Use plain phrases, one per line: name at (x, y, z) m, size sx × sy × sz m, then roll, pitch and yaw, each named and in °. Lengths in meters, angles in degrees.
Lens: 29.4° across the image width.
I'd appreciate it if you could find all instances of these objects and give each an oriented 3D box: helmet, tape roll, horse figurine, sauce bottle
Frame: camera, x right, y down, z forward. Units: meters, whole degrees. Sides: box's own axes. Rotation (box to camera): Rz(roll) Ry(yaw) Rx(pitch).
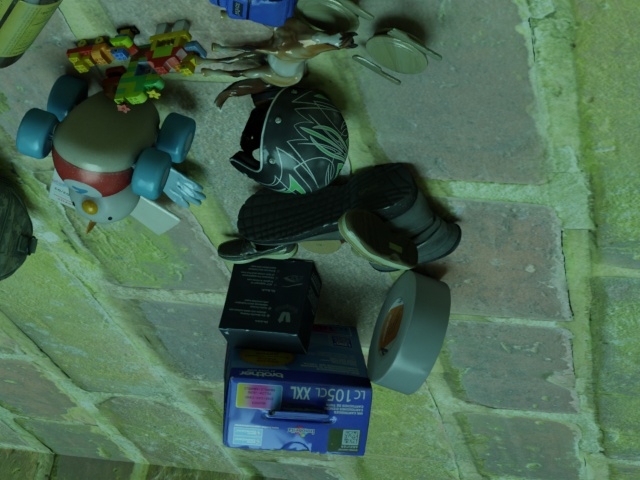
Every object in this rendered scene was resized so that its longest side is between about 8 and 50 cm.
helmet at (-0.039, -0.145, 1.769) m, size 0.169 × 0.169 × 0.162 m, roll 34°, pitch 162°, yaw -37°
tape roll at (0.160, 0.168, 2.226) m, size 0.072 × 0.219 × 0.219 m, roll 20°, pitch 152°, yaw -12°
horse figurine at (-0.071, -0.249, 1.648) m, size 0.175 × 0.066 × 0.263 m, roll 1°, pitch 166°, yaw -17°
sauce bottle at (-0.438, -0.307, 1.668) m, size 0.111 × 0.111 × 0.344 m, roll 25°, pitch 150°, yaw -24°

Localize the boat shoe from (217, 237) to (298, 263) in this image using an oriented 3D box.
boat shoe at (-0.118, 0.006, 2.211) m, size 0.152 × 0.056 × 0.049 m, roll -7°, pitch 144°, yaw 13°

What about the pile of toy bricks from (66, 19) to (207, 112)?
pile of toy bricks at (-0.264, -0.233, 1.746) m, size 0.212 × 0.105 × 0.118 m, roll -4°, pitch 149°, yaw 28°

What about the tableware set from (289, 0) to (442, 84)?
tableware set at (0.061, -0.282, 1.605) m, size 0.194 × 0.039 × 0.128 m, roll 28°, pitch 161°, yaw -18°

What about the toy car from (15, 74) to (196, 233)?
toy car at (-0.333, -0.093, 1.859) m, size 0.219 × 0.210 × 0.238 m, roll 19°, pitch 127°, yaw 3°

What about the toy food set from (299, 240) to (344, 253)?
toy food set at (0.000, 0.000, 2.182) m, size 0.083 × 0.020 × 0.083 m, roll -5°, pitch 148°, yaw 28°

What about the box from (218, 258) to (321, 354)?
box at (-0.093, 0.122, 2.300) m, size 0.156 × 0.158 × 0.093 m, roll 4°, pitch 152°, yaw 15°

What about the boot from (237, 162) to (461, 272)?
boot at (0.047, -0.009, 2.040) m, size 0.338 × 0.118 × 0.223 m, roll -6°, pitch 150°, yaw 28°

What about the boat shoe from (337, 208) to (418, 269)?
boat shoe at (0.076, 0.008, 1.922) m, size 0.072 × 0.068 × 0.190 m, roll -12°, pitch 150°, yaw 35°

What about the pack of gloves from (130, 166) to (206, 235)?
pack of gloves at (-0.313, -0.117, 2.075) m, size 0.232 × 0.046 × 0.195 m, roll 36°, pitch 144°, yaw -21°

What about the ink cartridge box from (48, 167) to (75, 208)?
ink cartridge box at (-0.392, -0.099, 2.044) m, size 0.104 × 0.061 × 0.181 m, roll 24°, pitch 147°, yaw -5°

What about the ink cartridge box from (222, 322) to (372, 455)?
ink cartridge box at (-0.048, 0.287, 2.340) m, size 0.270 × 0.151 × 0.395 m, roll 4°, pitch -163°, yaw -5°

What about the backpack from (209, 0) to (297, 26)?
backpack at (-0.088, -0.326, 1.510) m, size 0.120 × 0.101 × 0.098 m, roll 14°, pitch 146°, yaw 1°

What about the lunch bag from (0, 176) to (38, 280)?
lunch bag at (-0.690, -0.031, 2.184) m, size 0.305 × 0.212 × 0.256 m, roll 10°, pitch 170°, yaw 9°
